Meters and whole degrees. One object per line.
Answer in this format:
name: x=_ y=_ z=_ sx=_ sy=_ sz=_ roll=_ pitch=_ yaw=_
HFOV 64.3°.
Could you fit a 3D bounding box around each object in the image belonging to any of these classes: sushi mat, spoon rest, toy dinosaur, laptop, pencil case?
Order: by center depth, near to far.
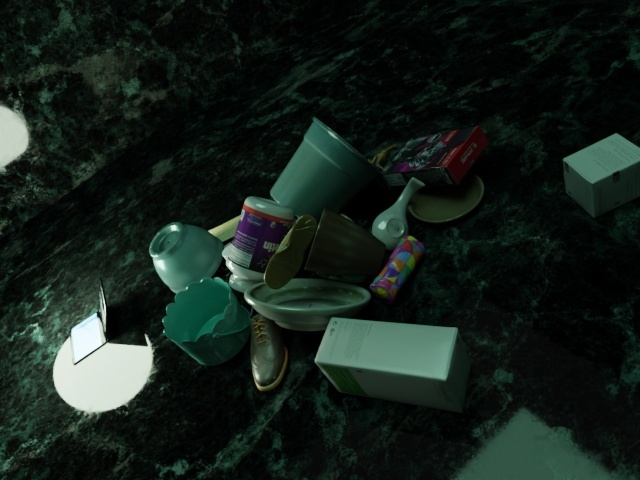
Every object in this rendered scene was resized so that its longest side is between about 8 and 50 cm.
pencil case: x=0.255 y=0.093 z=1.668 sx=0.104 sy=0.104 sz=0.236 roll=14 pitch=54 yaw=40
spoon rest: x=0.280 y=-0.090 z=1.813 sx=0.277 sy=0.137 sz=0.084 roll=-60 pitch=6 yaw=-15
toy dinosaur: x=0.240 y=-0.328 z=2.034 sx=0.112 sy=0.064 sz=0.211 roll=-41 pitch=8 yaw=49
laptop: x=-0.967 y=0.329 z=2.118 sx=0.136 sy=0.265 sz=0.234 roll=-4 pitch=30 yaw=-29
sushi mat: x=-0.383 y=-0.056 z=2.229 sx=0.316 sy=0.019 sz=0.152 roll=-25 pitch=35 yaw=19

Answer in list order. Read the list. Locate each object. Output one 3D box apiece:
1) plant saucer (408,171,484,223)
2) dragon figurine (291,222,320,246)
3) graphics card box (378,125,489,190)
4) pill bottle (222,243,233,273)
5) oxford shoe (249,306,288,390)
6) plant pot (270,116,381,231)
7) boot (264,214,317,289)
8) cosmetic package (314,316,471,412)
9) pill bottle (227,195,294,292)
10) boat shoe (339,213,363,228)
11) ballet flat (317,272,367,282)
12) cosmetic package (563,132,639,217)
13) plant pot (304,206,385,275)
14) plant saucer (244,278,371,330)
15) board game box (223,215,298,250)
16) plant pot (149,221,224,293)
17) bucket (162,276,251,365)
plant saucer: x=0.455 y=-0.155 z=1.852 sx=0.277 sy=0.041 sz=0.278 roll=-17 pitch=42 yaw=15
dragon figurine: x=0.000 y=0.000 z=1.836 sx=0.085 sy=0.289 sz=0.144 roll=-50 pitch=0 yaw=-27
graphics card box: x=0.414 y=-0.302 z=1.919 sx=0.233 sy=0.094 sz=0.370 roll=-50 pitch=25 yaw=-22
pill bottle: x=-0.299 y=0.093 z=1.935 sx=0.094 sy=0.169 sz=0.094 roll=-21 pitch=35 yaw=16
oxford shoe: x=-0.189 y=0.316 z=1.664 sx=0.129 sy=0.133 sz=0.364 roll=-21 pitch=40 yaw=10
plant pot: x=0.003 y=-0.234 z=1.964 sx=0.334 sy=0.341 sz=0.341 roll=-51 pitch=39 yaw=9
boot: x=-0.094 y=0.038 z=1.692 sx=0.262 sy=0.095 sz=0.203 roll=-62 pitch=1 yaw=-1
cosmetic package: x=0.198 y=0.327 z=1.372 sx=0.365 sy=0.197 sz=0.155 roll=0 pitch=49 yaw=33
pill bottle: x=-0.218 y=0.019 z=1.791 sx=0.181 sy=0.181 sz=0.323 roll=26 pitch=101 yaw=45
boat shoe: x=0.116 y=-0.009 z=1.861 sx=0.092 sy=0.103 sz=0.285 roll=-40 pitch=36 yaw=-5
ballet flat: x=0.078 y=0.114 z=1.770 sx=0.188 sy=0.070 sz=0.070 roll=11 pitch=52 yaw=22
cosmetic package: x=0.871 y=-0.199 z=1.560 sx=0.183 sy=0.151 sz=0.152 roll=-27 pitch=40 yaw=5
plant pot: x=0.089 y=0.027 z=1.674 sx=0.230 sy=0.215 sz=0.216 roll=17 pitch=50 yaw=0
plant saucer: x=-0.041 y=0.208 z=1.617 sx=0.399 sy=0.101 sz=0.400 roll=2 pitch=9 yaw=0
board game box: x=-0.225 y=-0.003 z=2.099 sx=0.346 sy=0.056 sz=0.208 roll=-33 pitch=35 yaw=-4
plant pot: x=-0.575 y=0.048 z=2.103 sx=0.292 sy=0.196 sz=0.293 roll=-22 pitch=43 yaw=22
bucket: x=-0.387 y=0.286 z=1.779 sx=0.280 sy=0.183 sz=0.281 roll=-16 pitch=42 yaw=15
